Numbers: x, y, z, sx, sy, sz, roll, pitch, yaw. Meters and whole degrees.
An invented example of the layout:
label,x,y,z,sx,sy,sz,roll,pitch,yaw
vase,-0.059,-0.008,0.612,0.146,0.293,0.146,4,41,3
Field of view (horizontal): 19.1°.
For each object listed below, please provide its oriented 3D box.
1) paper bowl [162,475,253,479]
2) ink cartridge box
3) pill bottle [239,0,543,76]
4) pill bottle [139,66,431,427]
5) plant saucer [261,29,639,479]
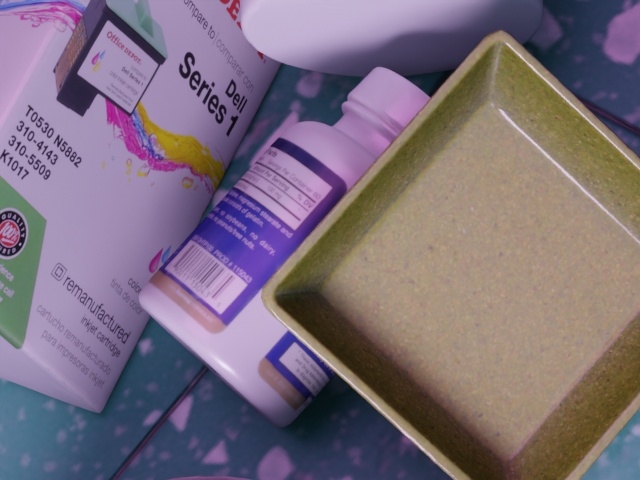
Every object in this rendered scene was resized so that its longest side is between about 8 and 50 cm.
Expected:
label,x,y,z,sx,sy,sz,roll,pitch,yaw
paper bowl,-0.071,0.251,0.918,0.284,0.148,0.284,-12,59,21
ink cartridge box,-0.151,-0.073,1.105,0.117,0.201,0.278,15,69,31
pill bottle,0.040,-0.294,1.108,0.210,0.210,0.363,-6,75,22
pill bottle,0.000,0.000,1.048,0.187,0.112,0.112,-48,54,-6
plant saucer,0.094,0.022,0.984,0.188,0.045,0.188,42,84,-6
